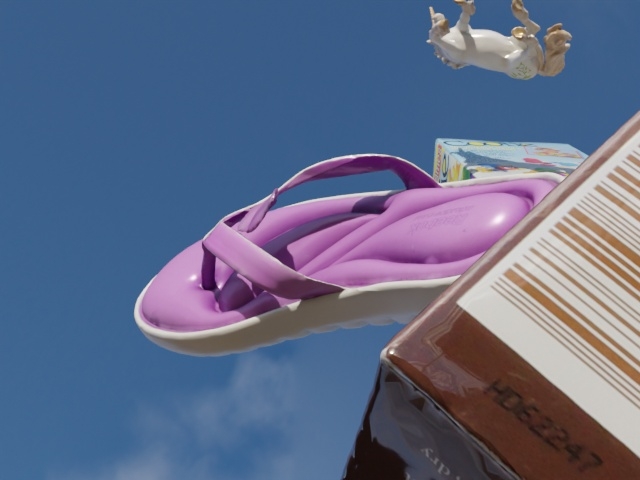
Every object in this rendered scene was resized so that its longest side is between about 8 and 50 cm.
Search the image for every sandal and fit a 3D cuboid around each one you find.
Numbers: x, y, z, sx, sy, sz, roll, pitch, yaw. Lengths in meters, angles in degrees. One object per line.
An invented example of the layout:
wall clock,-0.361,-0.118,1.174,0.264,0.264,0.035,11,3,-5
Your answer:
sandal,0.007,-0.010,0.925,0.416,0.169,0.102,-10,-58,39

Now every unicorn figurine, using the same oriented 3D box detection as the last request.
unicorn figurine,0.139,-0.175,1.079,0.162,0.111,0.060,31,-100,21

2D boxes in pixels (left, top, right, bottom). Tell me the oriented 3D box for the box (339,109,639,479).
box,0.118,0.085,0.419,0.167,0.168,0.203,40,-28,18

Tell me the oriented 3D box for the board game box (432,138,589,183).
board game box,0.190,-0.003,1.139,0.144,0.275,0.142,2,-77,-4
